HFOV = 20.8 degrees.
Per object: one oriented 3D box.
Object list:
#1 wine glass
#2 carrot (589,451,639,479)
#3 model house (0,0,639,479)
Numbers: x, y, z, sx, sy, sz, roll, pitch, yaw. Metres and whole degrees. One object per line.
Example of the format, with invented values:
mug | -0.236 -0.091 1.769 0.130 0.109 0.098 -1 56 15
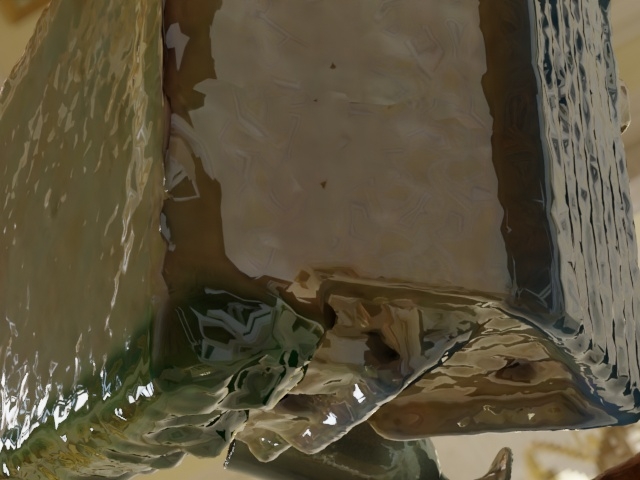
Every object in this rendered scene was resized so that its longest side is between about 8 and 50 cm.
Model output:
wine glass | 0.039 0.187 1.480 0.103 0.231 0.103 -160 -90 -87
carrot | 0.185 0.150 1.002 0.210 0.061 0.061 -24 -165 7
model house | 0.000 0.000 0.997 0.343 0.334 0.382 10 153 -26
